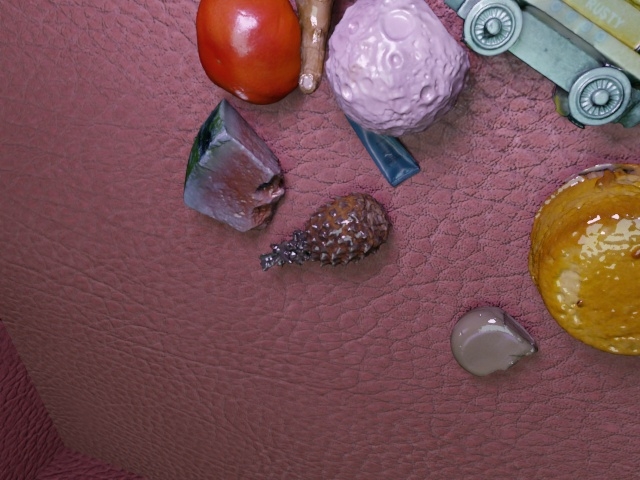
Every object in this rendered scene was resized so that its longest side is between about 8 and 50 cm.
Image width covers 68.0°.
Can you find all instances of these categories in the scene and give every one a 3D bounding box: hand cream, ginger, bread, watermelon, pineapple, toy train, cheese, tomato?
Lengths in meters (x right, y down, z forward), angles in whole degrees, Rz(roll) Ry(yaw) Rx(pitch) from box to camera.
[{"bbox_3d":[0.127,-0.222,1.056,0.083,0.048,0.224,-32,106,33],"label":"hand cream"},{"bbox_3d":[-0.015,-0.423,0.869,0.148,0.081,0.334,165,105,-69],"label":"ginger"},{"bbox_3d":[0.580,0.040,0.895,0.336,0.204,0.358,3,117,18],"label":"bread"},{"bbox_3d":[-0.226,-0.170,1.180,0.302,0.151,0.264,40,126,-1],"label":"watermelon"},{"bbox_3d":[0.000,0.000,1.181,0.361,0.175,0.175,-22,107,44],"label":"pineapple"},{"bbox_3d":[0.410,-0.361,0.771,0.397,0.160,0.253,35,118,0],"label":"toy train"},{"bbox_3d":[0.407,0.252,1.169,0.175,0.091,0.202,36,129,1],"label":"cheese"},{"bbox_3d":[-0.147,-0.401,0.971,0.260,0.180,0.260,30,149,21],"label":"tomato"}]

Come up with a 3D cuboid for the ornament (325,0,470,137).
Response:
[{"bbox_3d":[0.130,-0.314,0.863,0.225,0.259,0.259,-40,97,26],"label":"ornament"}]
